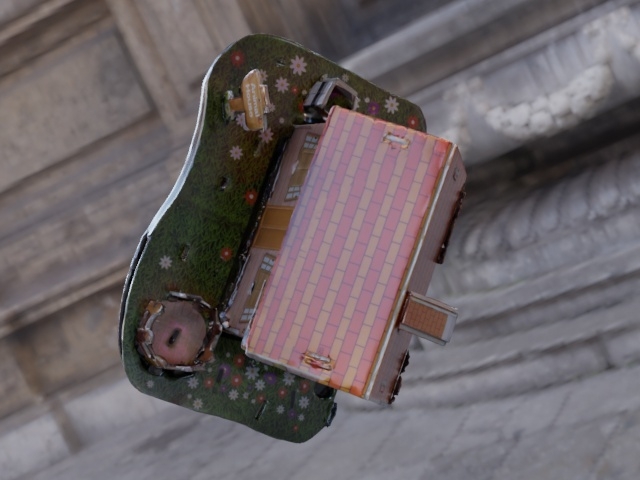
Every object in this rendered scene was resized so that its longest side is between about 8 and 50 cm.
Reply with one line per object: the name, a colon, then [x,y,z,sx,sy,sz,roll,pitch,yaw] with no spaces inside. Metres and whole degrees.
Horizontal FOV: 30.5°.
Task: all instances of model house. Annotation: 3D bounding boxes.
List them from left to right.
model house: [0.000,0.001,0.854,0.207,0.294,0.154,24,-9,-31]
